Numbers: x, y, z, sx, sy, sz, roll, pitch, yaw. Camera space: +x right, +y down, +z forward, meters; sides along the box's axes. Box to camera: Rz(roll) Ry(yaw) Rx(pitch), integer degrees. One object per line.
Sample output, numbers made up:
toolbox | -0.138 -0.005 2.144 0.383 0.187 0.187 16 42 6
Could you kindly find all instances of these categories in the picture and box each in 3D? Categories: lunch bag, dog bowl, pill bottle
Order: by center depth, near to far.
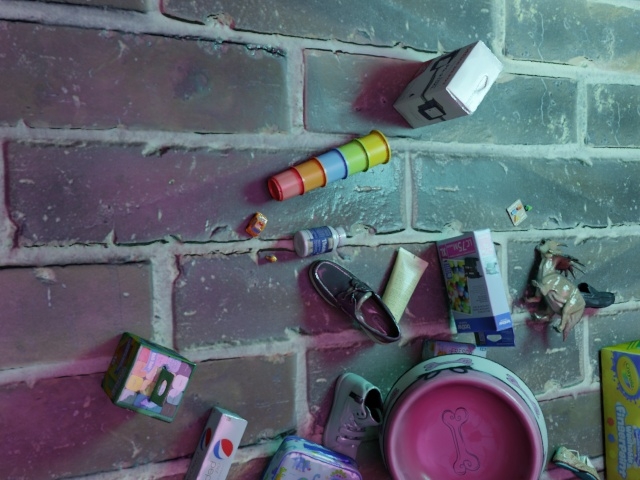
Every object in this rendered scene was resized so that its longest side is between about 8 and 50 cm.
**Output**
dog bowl | 0.331 0.476 1.538 0.408 0.150 0.408 -1 86 11
lunch bag | -0.021 0.577 1.577 0.219 0.090 0.176 23 99 -14
pill bottle | 0.000 0.000 1.622 0.120 0.067 0.067 -11 95 -26

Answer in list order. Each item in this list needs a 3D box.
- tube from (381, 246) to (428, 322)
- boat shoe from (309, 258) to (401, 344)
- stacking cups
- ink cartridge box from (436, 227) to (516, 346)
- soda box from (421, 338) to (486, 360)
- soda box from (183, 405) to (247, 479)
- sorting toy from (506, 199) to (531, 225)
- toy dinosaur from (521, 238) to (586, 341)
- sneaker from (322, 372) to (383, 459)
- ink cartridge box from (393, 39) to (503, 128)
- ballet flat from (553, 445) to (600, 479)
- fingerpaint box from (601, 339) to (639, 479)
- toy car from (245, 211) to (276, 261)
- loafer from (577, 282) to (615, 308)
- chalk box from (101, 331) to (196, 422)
tube | 0.204 0.144 1.736 0.070 0.062 0.240 43 67 -51
boat shoe | 0.094 0.148 1.629 0.285 0.092 0.103 46 72 -3
stacking cups | 0.025 -0.173 1.622 0.316 0.096 0.096 -28 103 -22
ink cartridge box | 0.408 0.135 1.737 0.065 0.186 0.311 -13 86 -23
soda box | 0.370 0.311 1.819 0.183 0.058 0.063 10 86 -27
soda box | -0.246 0.497 1.499 0.069 0.074 0.216 25 79 -25
sorting toy | 0.595 -0.090 1.954 0.083 0.012 0.062 -37 106 -21
toy dinosaur | 0.715 0.150 1.936 0.200 0.127 0.296 -30 94 -15
sneaker | 0.084 0.468 1.623 0.094 0.151 0.256 8 88 -28
ink cartridge box | 0.323 -0.395 1.687 0.100 0.237 0.172 41 73 -21
ballet flat | 0.804 0.695 2.040 0.206 0.073 0.067 34 61 -27
fingerpaint box | 1.105 0.549 2.136 0.371 0.163 0.445 -6 93 -28
toy car | -0.126 -0.009 1.573 0.060 0.040 0.122 -42 108 -20
loafer | 0.827 0.170 2.038 0.223 0.076 0.078 0 98 -23
chalk box | -0.355 0.286 1.363 0.132 0.213 0.132 27 78 -24
